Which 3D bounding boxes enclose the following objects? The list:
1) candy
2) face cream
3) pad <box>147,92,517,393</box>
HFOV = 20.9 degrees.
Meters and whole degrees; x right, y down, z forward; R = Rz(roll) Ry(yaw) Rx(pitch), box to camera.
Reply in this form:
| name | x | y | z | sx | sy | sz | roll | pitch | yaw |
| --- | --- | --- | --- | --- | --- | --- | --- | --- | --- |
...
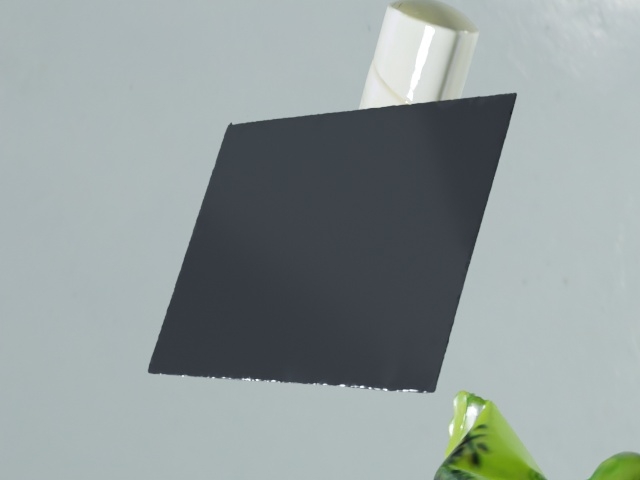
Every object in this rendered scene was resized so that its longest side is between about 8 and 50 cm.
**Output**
| name | x | y | z | sx | sy | sz | roll | pitch | yaw |
| --- | --- | --- | --- | --- | --- | --- | --- | --- | --- |
| candy | 0.080 | 0.143 | 0.732 | 0.069 | 0.246 | 0.149 | 18 | 90 | -13 |
| face cream | 0.075 | -0.088 | 1.785 | 0.081 | 0.173 | 0.349 | 7 | 116 | -18 |
| pad | 0.000 | 0.000 | 0.971 | 0.006 | 0.245 | 0.170 | 28 | 71 | -37 |
